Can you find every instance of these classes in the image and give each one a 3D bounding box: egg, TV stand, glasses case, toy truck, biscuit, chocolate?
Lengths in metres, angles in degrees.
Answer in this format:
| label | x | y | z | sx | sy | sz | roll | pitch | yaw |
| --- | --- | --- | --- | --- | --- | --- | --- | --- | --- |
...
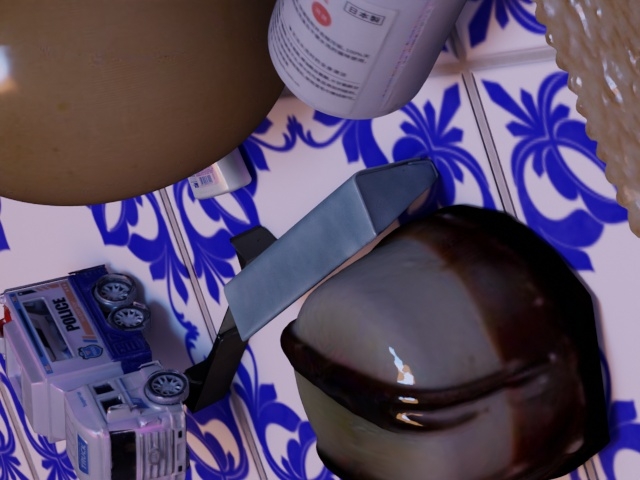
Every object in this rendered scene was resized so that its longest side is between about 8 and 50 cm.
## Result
| label | x | y | z | sx | sy | sz | roll | pitch | yaw |
| --- | --- | --- | --- | --- | --- | --- | --- | --- | --- |
| egg | -0.210 | -0.181 | 1.764 | 0.301 | 0.373 | 0.301 | -4 | -90 | -88 |
| TV stand | -0.098 | 0.084 | 2.051 | 0.040 | 0.049 | 0.256 | 48 | 142 | 22 |
| glasses case | 0.000 | 0.000 | 1.829 | 0.056 | 0.105 | 0.266 | 48 | 143 | -2 |
| toy truck | -0.243 | 0.154 | 2.127 | 0.268 | 0.155 | 0.124 | -125 | 30 | -48 |
| biscuit | 0.248 | -0.167 | 1.473 | 0.217 | 0.044 | 0.325 | -26 | 89 | 57 |
| chocolate | 0.093 | 0.126 | 1.734 | 0.283 | 0.186 | 0.284 | 28 | 132 | 36 |

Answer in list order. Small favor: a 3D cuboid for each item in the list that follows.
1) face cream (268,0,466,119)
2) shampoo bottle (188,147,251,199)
| label | x | y | z | sx | sy | sz | roll | pitch | yaw |
| --- | --- | --- | --- | --- | --- | --- | --- | --- | --- |
| face cream | 0.065 | -0.241 | 1.511 | 0.145 | 0.145 | 0.370 | 53 | 154 | 12 |
| shampoo bottle | -0.113 | -0.094 | 1.959 | 0.072 | 0.043 | 0.099 | -11 | 103 | 52 |
